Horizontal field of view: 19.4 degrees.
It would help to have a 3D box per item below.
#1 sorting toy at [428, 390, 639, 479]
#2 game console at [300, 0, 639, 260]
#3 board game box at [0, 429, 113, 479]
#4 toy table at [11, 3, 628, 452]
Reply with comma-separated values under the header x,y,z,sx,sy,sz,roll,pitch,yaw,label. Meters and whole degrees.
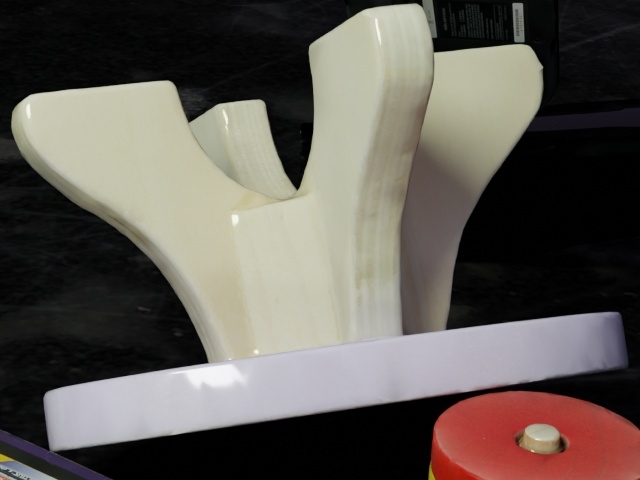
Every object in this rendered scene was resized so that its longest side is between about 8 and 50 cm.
x,y,z,sx,sy,sz,roll,pitch,yaw,label
0.077,0.148,0.678,0.257,0.089,0.255,-17,30,-40,sorting toy
0.088,-0.081,0.981,0.213,0.361,0.044,-4,63,6,game console
-0.161,0.134,0.729,0.141,0.048,0.170,17,26,34,board game box
0.000,0.000,0.854,0.274,0.161,0.252,-6,-6,-34,toy table
